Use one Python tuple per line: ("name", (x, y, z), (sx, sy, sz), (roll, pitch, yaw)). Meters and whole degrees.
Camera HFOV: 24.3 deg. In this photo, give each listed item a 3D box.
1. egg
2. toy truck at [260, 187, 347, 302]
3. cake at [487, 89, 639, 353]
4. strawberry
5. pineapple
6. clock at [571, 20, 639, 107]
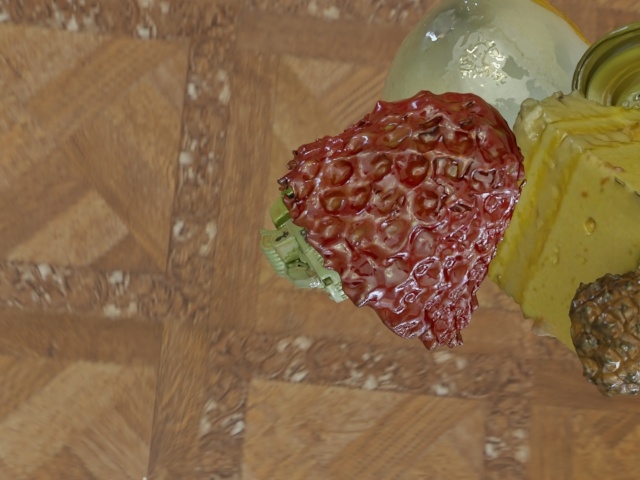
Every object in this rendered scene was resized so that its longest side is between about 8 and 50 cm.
("egg", (0.205, -0.220, 1.990), (0.337, 0.337, 0.201), (-51, 129, -11))
("toy truck", (0.000, 0.000, 1.529), (0.116, 0.191, 0.085), (-31, 114, 0))
("cake", (0.344, -0.004, 1.609), (0.222, 0.227, 0.286), (-10, 41, -35))
("strawberry", (0.101, -0.032, 1.277), (0.178, 0.234, 0.234), (-38, 86, 26))
("pineapple", (0.368, 0.069, 1.427), (0.248, 0.128, 0.128), (-18, 82, 20))
("clock", (0.415, -0.165, 1.773), (0.237, 0.237, 0.057), (17, 51, -4))
